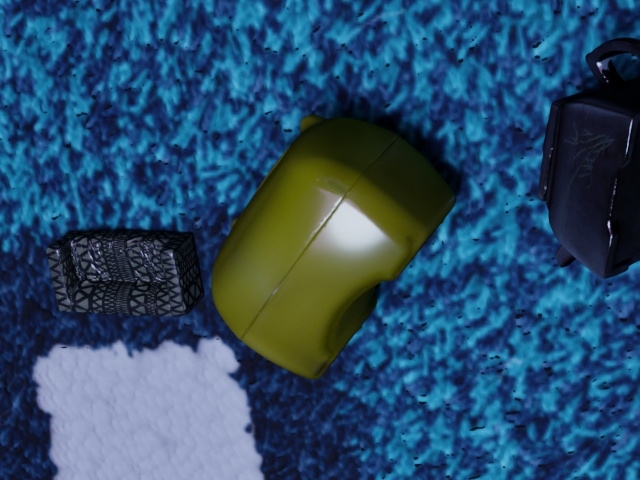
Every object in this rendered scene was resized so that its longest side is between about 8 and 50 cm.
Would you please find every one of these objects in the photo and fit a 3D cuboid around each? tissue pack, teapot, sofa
[{"bbox_3d":[0.000,0.000,1.367,0.127,0.123,0.178,36,124,1],"label":"tissue pack"},{"bbox_3d":[0.190,-0.055,1.284,0.096,0.087,0.177,29,125,38],"label":"teapot"},{"bbox_3d":[-0.154,0.025,1.502,0.118,0.039,0.060,1,113,24],"label":"sofa"}]
